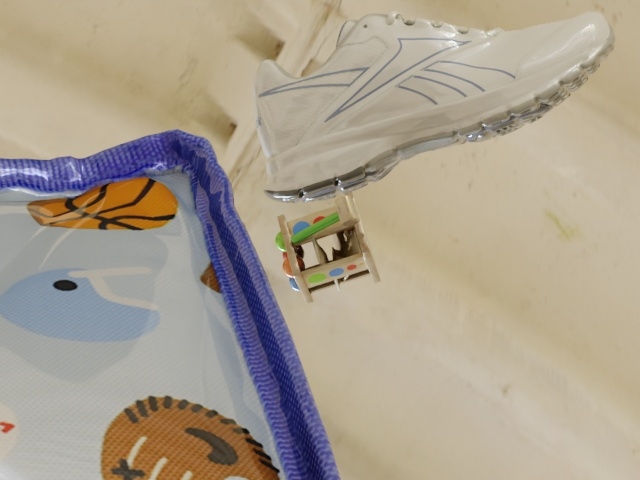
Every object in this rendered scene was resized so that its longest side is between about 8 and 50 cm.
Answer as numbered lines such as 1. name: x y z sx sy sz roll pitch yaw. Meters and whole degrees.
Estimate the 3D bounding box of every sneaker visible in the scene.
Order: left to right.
1. sneaker: 0.080 -0.127 1.093 0.297 0.111 0.129 -19 -95 6

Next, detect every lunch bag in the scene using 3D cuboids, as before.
1. lunch bag: -0.085 0.192 0.400 0.239 0.385 0.327 -5 -60 -13

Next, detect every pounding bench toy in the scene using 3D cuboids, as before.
1. pounding bench toy: 0.000 0.000 1.014 0.065 0.052 0.083 -17 -29 3
